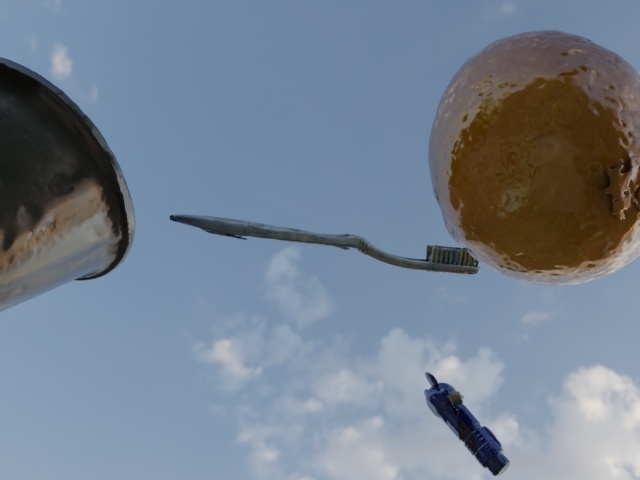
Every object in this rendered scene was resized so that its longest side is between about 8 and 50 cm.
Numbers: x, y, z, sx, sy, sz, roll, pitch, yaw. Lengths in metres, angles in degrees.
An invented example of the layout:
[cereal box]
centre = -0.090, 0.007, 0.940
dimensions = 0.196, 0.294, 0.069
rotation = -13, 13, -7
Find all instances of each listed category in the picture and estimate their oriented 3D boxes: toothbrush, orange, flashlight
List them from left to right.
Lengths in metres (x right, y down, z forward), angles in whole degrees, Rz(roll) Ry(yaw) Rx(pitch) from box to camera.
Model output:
[toothbrush]
centre = 0.000, 0.000, 1.003
dimensions = 0.413, 0.035, 0.042
rotation = 8, -91, 9
[flashlight]
centre = 0.147, 0.184, 0.783
dimensions = 0.121, 0.035, 0.057
rotation = 47, -24, 36
[orange]
centre = 0.189, -0.067, 0.651
dimensions = 0.193, 0.219, 0.219
rotation = -22, -72, 7

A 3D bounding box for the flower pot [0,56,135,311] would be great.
[flower pot]
centre = -0.335, -0.030, 0.751
dimensions = 0.269, 0.166, 0.269
rotation = 14, -52, 19
